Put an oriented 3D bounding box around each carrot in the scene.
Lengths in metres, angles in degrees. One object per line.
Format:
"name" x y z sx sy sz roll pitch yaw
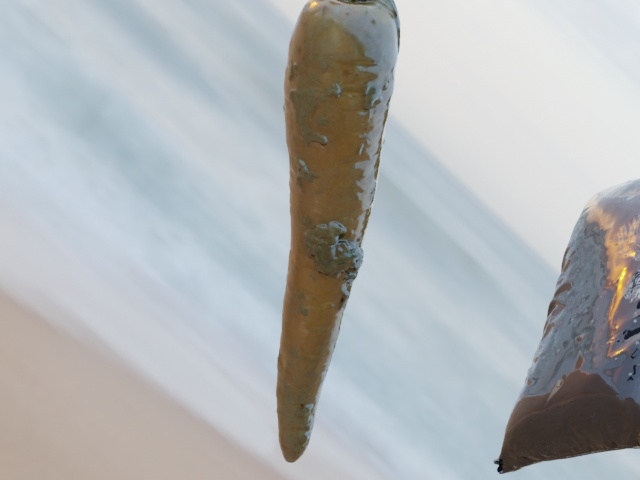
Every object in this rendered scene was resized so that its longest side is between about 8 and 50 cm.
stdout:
"carrot" 0.000 0.000 0.856 0.049 0.254 0.049 5 34 -3

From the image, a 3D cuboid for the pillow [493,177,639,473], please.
"pillow" 0.179 0.037 1.123 0.055 0.208 0.141 39 -36 -24
